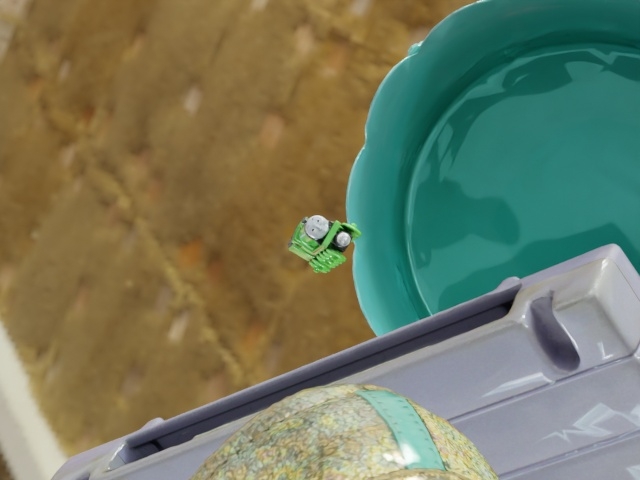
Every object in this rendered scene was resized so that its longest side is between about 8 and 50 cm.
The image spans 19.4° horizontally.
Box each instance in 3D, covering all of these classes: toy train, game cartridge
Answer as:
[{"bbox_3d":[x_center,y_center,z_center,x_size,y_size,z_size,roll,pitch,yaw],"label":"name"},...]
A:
[{"bbox_3d":[0.000,0.000,0.784,0.017,0.024,0.083,-59,-178,-8],"label":"toy train"},{"bbox_3d":[0.052,0.156,0.938,0.355,0.230,0.068,-24,-156,33],"label":"game cartridge"}]

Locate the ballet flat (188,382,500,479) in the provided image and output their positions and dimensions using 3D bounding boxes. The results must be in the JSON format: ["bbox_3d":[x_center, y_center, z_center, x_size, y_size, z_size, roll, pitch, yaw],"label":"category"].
[{"bbox_3d":[-0.037,0.184,0.520,0.348,0.123,0.123,-65,-150,27],"label":"ballet flat"}]

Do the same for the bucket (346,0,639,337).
[{"bbox_3d":[0.154,-0.008,1.103,0.183,0.281,0.281,1,111,-81],"label":"bucket"}]
